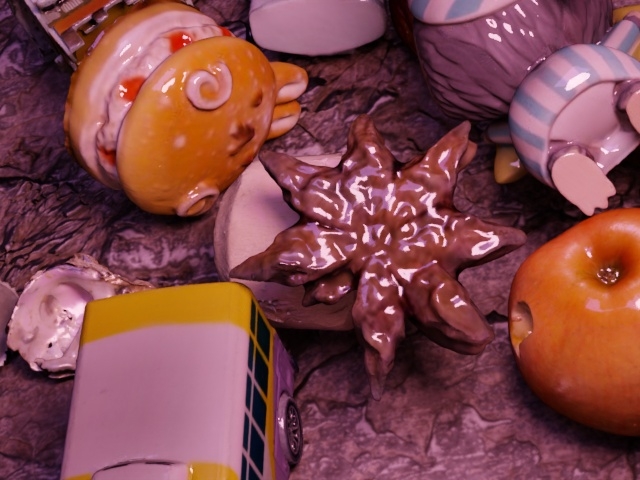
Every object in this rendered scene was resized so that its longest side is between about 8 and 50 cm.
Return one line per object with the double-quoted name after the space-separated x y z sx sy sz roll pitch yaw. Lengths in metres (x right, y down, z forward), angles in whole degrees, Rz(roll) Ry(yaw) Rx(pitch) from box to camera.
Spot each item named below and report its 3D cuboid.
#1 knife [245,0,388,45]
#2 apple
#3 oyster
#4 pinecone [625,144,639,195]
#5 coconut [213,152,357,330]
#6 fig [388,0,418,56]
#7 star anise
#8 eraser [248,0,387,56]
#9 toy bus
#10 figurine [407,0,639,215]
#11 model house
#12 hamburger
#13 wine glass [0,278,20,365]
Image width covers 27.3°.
0.005 -0.321 1.897 0.230 0.028 0.060 -20 54 -4 "knife"
0.313 0.078 1.381 0.242 0.241 0.242 -7 57 11 "apple"
-0.295 0.095 1.668 0.191 0.081 0.163 -1 79 -2 "oyster"
0.432 -0.145 1.550 0.185 0.168 0.212 31 69 30 "pinecone"
0.000 0.000 1.548 0.234 0.224 0.224 7 58 28 "coconut"
0.192 -0.334 1.728 0.224 0.224 0.263 -12 68 8 "fig"
0.056 0.010 1.392 0.315 0.108 0.315 0 81 -1 "star anise"
0.004 -0.389 1.874 0.189 0.104 0.290 -7 46 11 "eraser"
-0.149 0.279 1.370 0.209 0.249 0.440 -7 54 12 "toy bus"
0.185 -0.251 1.447 0.266 0.378 0.361 -45 19 13 "figurine"
-0.301 -0.318 1.874 0.224 0.198 0.215 -34 57 -7 "model house"
-0.163 -0.165 1.710 0.186 0.261 0.303 30 27 26 "hamburger"
-0.495 0.035 1.584 0.190 0.357 0.190 -9 55 13 "wine glass"
